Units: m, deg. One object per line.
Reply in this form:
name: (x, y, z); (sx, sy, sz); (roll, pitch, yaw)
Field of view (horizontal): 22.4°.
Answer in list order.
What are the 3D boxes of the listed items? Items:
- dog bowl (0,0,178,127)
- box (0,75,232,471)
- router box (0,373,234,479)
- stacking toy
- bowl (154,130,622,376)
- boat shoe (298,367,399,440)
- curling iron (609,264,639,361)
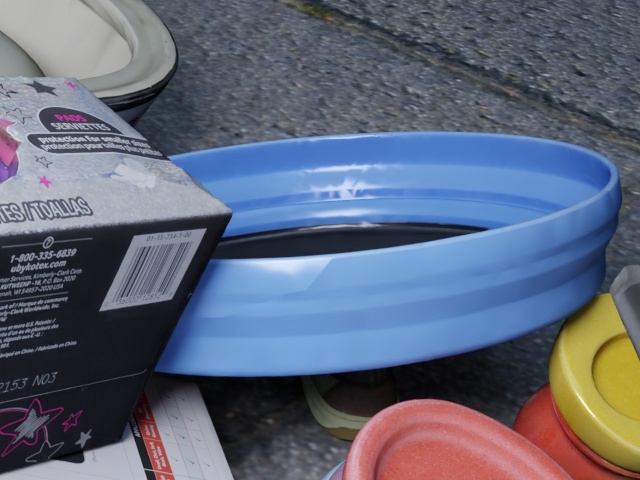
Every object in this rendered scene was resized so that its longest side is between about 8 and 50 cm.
dog bowl: (-0.327, -0.146, 1.269); (0.408, 0.150, 0.408); (20, 23, -9)
box: (-0.193, 0.015, 0.789); (0.142, 0.163, 0.247); (39, 25, 26)
router box: (-0.174, 0.166, 0.805); (0.301, 0.082, 0.335); (15, 24, -25)
stacking toy: (0.147, 0.203, 0.946); (0.309, 0.130, 0.279); (-19, 65, -37)
bowl: (0.000, 0.000, 1.054); (0.391, 0.077, 0.391); (-5, 13, 1)
boat shoe: (0.004, 0.054, 1.153); (0.080, 0.073, 0.223); (-2, 31, -21)
curling iron: (0.146, 0.076, 0.492); (0.068, 0.035, 0.274); (-33, 25, 3)
